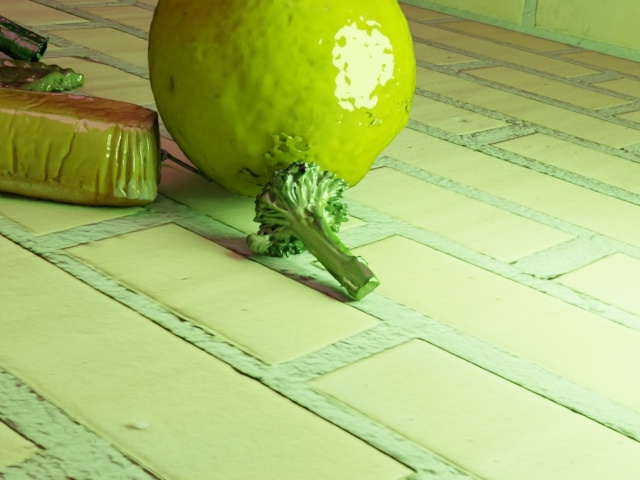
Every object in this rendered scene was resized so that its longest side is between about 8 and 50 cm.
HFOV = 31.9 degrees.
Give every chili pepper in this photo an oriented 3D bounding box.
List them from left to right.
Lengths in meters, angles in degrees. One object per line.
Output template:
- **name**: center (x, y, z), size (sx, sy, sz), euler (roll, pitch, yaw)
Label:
- **chili pepper**: center (-0.617, -0.394, 2.061), size (0.227, 0.059, 0.088), euler (26, 22, -5)

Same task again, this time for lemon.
- **lemon**: center (-0.057, -0.235, 1.460), size (0.350, 0.387, 0.350), euler (-32, 1, 0)

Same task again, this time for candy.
- **candy**: center (-0.223, -0.122, 1.618), size (0.185, 0.049, 0.056), euler (29, 36, 28)

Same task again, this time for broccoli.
- **broccoli**: center (0.001, -0.002, 1.303), size (0.122, 0.118, 0.204), euler (5, 34, -38)

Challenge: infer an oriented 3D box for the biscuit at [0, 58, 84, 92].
- **biscuit**: center (-0.545, -0.273, 1.894), size (0.187, 0.036, 0.273), euler (13, 22, 16)

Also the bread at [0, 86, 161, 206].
- **bread**: center (-0.347, -0.122, 1.451), size (0.288, 0.119, 0.152), euler (7, 18, -3)
